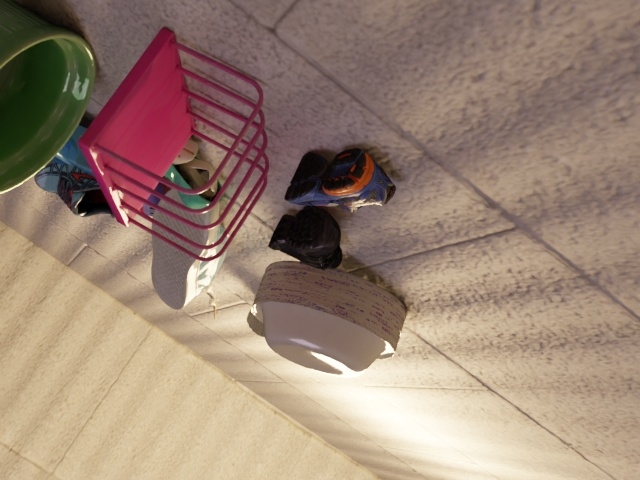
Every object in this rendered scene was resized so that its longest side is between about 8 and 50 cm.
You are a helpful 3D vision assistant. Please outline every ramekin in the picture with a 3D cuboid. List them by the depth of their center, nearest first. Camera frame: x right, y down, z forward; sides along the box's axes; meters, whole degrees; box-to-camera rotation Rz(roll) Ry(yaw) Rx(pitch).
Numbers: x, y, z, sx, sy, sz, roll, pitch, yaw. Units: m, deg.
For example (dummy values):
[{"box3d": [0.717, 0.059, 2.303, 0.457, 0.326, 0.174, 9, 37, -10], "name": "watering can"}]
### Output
[{"box3d": [-0.509, -0.230, 1.450, 0.148, 0.303, 0.303, 36, 163, 12], "name": "ramekin"}]

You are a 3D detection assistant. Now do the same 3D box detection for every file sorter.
[{"box3d": [-0.189, -0.117, 1.351, 0.182, 0.202, 0.290, 28, 162, 8], "name": "file sorter"}]

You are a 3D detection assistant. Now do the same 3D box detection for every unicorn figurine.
[{"box3d": [-0.317, 0.115, 2.441, 0.162, 0.060, 0.111, 43, 168, 21], "name": "unicorn figurine"}]

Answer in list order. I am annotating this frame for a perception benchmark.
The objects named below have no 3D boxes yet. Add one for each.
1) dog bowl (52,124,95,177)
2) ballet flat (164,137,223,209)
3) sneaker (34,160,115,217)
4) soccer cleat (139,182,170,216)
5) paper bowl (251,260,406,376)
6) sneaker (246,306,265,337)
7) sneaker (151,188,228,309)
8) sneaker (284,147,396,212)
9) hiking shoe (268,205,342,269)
[{"box3d": [-0.475, -0.179, 1.825, 0.297, 0.074, 0.166, 25, 173, 13], "name": "dog bowl"}, {"box3d": [-0.235, -0.139, 1.601, 0.087, 0.083, 0.247, -7, 146, 19], "name": "ballet flat"}, {"box3d": [-0.498, -0.110, 1.940, 0.262, 0.125, 0.104, 9, 131, 21], "name": "sneaker"}, {"box3d": [-0.312, -0.064, 1.930, 0.095, 0.083, 0.248, 7, 156, 6], "name": "soccer cleat"}, {"box3d": [0.008, 0.158, 1.756, 0.284, 0.148, 0.284, 18, 160, 7], "name": "paper bowl"}, {"box3d": [-0.080, 0.216, 2.259, 0.235, 0.090, 0.095, 20, 168, 37], "name": "sneaker"}, {"box3d": [-0.249, -0.016, 1.882, 0.135, 0.150, 0.366, 39, 141, 10], "name": "sneaker"}, {"box3d": [0.023, -0.072, 1.318, 0.087, 0.083, 0.221, 33, 168, -28], "name": "sneaker"}, {"box3d": [0.000, 0.000, 1.572, 0.114, 0.086, 0.227, 26, 172, -20], "name": "hiking shoe"}]
